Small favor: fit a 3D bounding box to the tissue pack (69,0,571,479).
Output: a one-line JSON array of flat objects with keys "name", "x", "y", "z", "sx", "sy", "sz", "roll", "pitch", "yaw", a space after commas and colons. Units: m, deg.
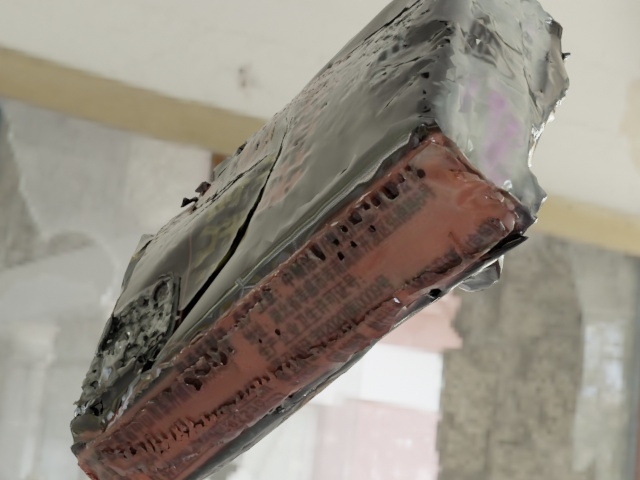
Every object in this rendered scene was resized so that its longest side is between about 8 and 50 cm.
[{"name": "tissue pack", "x": 0.000, "y": 0.000, "z": 0.865, "sx": 0.123, "sy": 0.245, "sz": 0.332, "roll": 39, "pitch": -57, "yaw": -17}]
